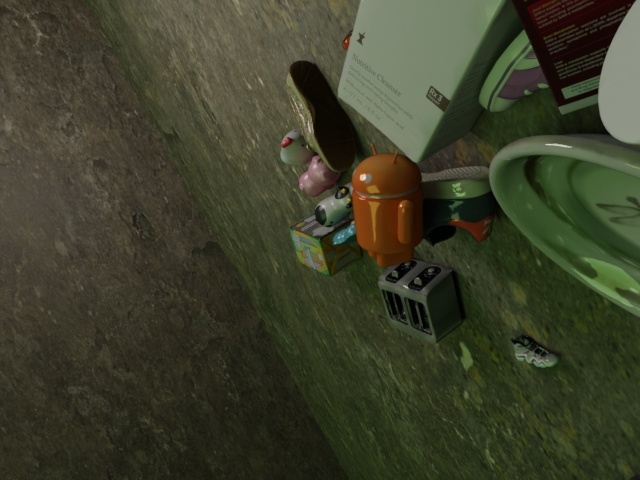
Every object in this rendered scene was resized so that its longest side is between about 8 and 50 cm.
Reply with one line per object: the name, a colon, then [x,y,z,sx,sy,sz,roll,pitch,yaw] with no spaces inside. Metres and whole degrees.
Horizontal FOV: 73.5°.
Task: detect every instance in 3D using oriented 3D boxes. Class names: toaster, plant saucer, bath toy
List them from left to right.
bath toy: [0.006,-0.155,1.124,0.348,0.152,0.129,57,-168,11]
toaster: [0.245,0.148,1.051,0.168,0.110,0.185,17,132,54]
plant saucer: [0.404,-0.013,0.525,0.400,0.100,0.400,41,-179,-1]

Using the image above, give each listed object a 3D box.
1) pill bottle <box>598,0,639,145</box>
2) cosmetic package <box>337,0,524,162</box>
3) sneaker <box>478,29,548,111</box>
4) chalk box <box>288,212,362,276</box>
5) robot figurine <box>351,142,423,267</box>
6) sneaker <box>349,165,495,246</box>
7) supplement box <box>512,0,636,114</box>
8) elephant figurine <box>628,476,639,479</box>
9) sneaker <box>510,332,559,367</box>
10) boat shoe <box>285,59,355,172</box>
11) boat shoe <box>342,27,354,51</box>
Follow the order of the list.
pill bottle: [0.390,-0.118,0.320,0.161,0.284,0.161,-172,90,-89]
cosmetic package: [0.181,-0.330,0.619,0.217,0.156,0.384,46,151,20]
sneaker: [0.332,-0.224,0.539,0.161,0.102,0.282,52,152,7]
chalk box: [0.000,0.000,1.293,0.213,0.133,0.131,21,134,52]
robot figurine: [0.121,-0.063,0.778,0.128,0.158,0.219,4,119,23]
sneaker: [0.196,-0.066,0.891,0.350,0.131,0.148,13,124,55]
supplement box: [0.257,-0.254,0.405,0.130,0.073,0.239,-12,129,44]
elephant figurine: [0.618,0.516,0.785,0.239,0.186,0.169,65,-162,11]
sneaker: [0.434,0.221,0.883,0.098,0.038,0.069,-13,107,62]
boat shoe: [-0.002,-0.292,1.046,0.285,0.105,0.089,68,158,4]
boat shoe: [0.082,-0.398,0.845,0.137,0.043,0.049,17,133,55]
